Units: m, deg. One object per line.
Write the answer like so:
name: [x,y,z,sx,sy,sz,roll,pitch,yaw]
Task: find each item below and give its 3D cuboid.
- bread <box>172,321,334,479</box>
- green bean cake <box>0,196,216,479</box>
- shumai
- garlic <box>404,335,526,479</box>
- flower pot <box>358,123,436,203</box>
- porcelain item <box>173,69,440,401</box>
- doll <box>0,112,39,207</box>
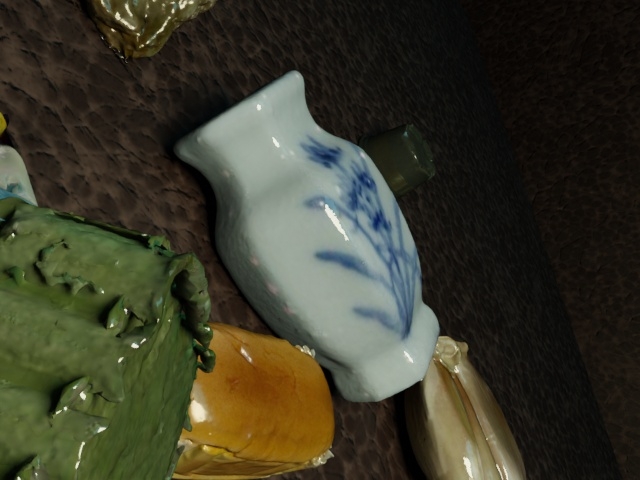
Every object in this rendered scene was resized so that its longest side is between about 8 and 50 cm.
bread: [-0.084,0.161,0.647,0.241,0.107,0.136,27,43,-49]
green bean cake: [-0.160,0.131,0.385,0.255,0.132,0.241,97,9,-60]
shumai: [-0.190,-0.360,0.783,0.184,0.185,0.218,45,35,-32]
garlic: [0.222,0.305,1.016,0.279,0.132,0.325,16,52,-53]
flower pot: [0.161,-0.160,1.298,0.157,0.107,0.157,37,41,-41]
porcelain item: [0.000,0.000,0.832,0.405,0.179,0.242,57,30,-13]
doll: [-0.273,-0.037,0.449,0.177,0.141,0.314,25,44,-62]
